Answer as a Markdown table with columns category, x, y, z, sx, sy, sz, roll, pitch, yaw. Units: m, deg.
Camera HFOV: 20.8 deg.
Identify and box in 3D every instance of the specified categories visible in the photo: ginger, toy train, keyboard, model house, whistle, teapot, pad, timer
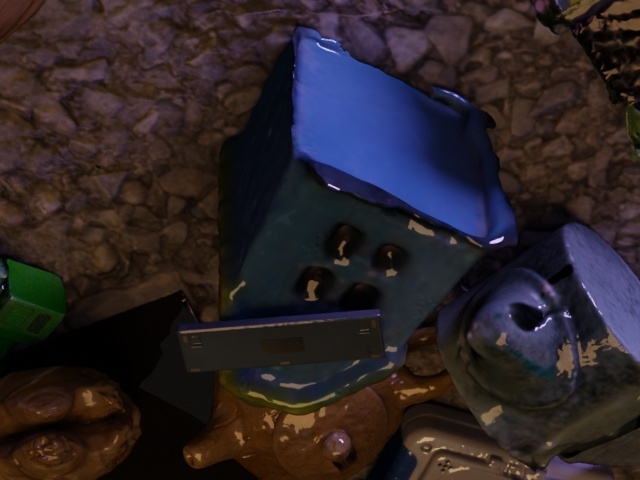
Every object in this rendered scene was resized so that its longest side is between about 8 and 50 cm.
| category | x | y | z | sx | sy | sz | roll | pitch | yaw |
| --- | --- | --- | --- | --- | --- | --- | --- | --- | --- |
| ginger | -0.356 | 0.239 | 1.724 | 0.375 | 0.236 | 0.166 | -36 | 102 | 3 |
| toy train | 0.296 | -0.237 | 1.456 | 0.261 | 0.177 | 0.134 | -27 | 125 | 19 |
| keyboard | -0.033 | 0.087 | 1.504 | 0.176 | 0.014 | 0.055 | -5 | 130 | 5 |
| model house | 0.000 | 0.000 | 1.590 | 0.215 | 0.237 | 0.303 | 25 | 123 | -21 |
| whistle | 0.281 | 0.143 | 1.745 | 0.168 | 0.188 | 0.405 | -36 | 121 | 23 |
| toy train | -0.365 | 0.110 | 1.764 | 0.119 | 0.085 | 0.251 | 20 | 127 | -32 |
| teapot | 0.010 | 0.163 | 1.745 | 0.311 | 0.167 | 0.203 | -16 | 123 | -9 |
| pad | -0.180 | 0.244 | 1.868 | 0.247 | 0.007 | 0.368 | -20 | 113 | 13 |
| timer | 0.183 | 0.285 | 1.921 | 0.253 | 0.078 | 0.178 | 16 | 125 | -14 |

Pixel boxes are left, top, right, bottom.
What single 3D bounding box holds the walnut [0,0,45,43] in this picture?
| category | x | y | z | sx | sy | sz | roll | pitch | yaw |
| --- | --- | --- | --- | --- | --- | --- | --- | --- | --- |
| walnut | -0.338 | -0.270 | 1.357 | 0.313 | 0.252 | 0.277 | -10 | 128 | 17 |

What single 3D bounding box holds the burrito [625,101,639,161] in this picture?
| category | x | y | z | sx | sy | sz | roll | pitch | yaw |
| --- | --- | --- | --- | --- | --- | --- | --- | --- | --- |
| burrito | 0.379 | -0.179 | 1.582 | 0.104 | 0.054 | 0.288 | 35 | 119 | -26 |
